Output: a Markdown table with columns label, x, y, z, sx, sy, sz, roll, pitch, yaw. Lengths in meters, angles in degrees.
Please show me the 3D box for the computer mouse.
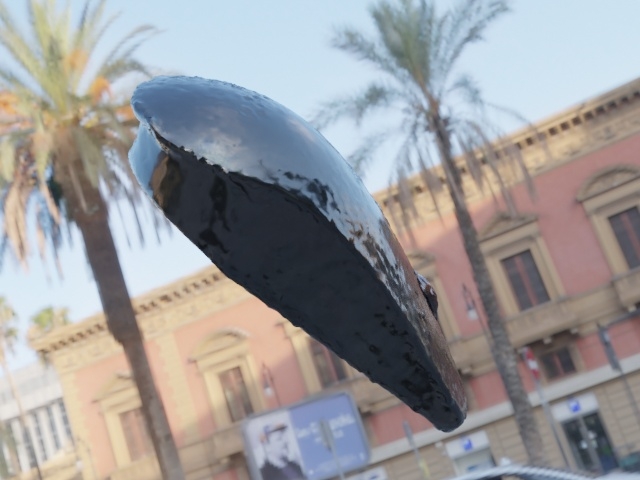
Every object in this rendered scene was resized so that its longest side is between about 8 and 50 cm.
| label | x | y | z | sx | sy | sz | roll | pitch | yaw |
| --- | --- | --- | --- | --- | --- | --- | --- | --- | --- |
| computer mouse | 0.003 | -0.004 | 0.623 | 0.087 | 0.295 | 0.168 | -46 | 23 | 8 |
